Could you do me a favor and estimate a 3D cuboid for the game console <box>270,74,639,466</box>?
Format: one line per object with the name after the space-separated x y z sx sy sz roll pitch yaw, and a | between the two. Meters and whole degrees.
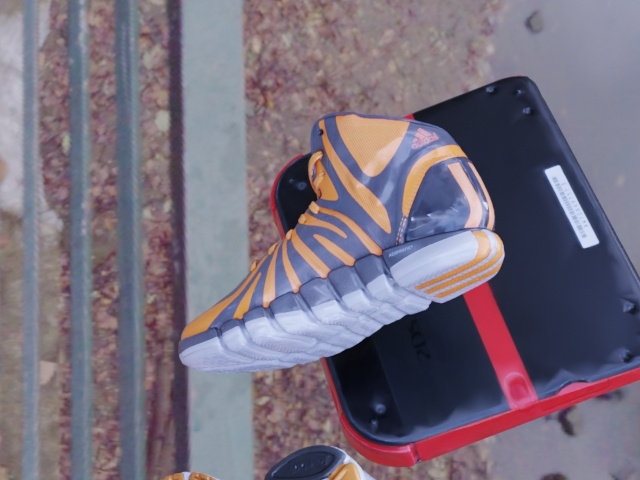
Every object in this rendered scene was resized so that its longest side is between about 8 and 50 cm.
0.141 0.022 1.036 0.342 0.060 0.386 -20 61 1 | game console

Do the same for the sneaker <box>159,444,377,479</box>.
-0.051 0.260 0.852 0.121 0.262 0.099 38 44 -45 | sneaker

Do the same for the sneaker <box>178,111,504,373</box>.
0.000 0.000 0.869 0.124 0.321 0.180 30 40 -60 | sneaker
